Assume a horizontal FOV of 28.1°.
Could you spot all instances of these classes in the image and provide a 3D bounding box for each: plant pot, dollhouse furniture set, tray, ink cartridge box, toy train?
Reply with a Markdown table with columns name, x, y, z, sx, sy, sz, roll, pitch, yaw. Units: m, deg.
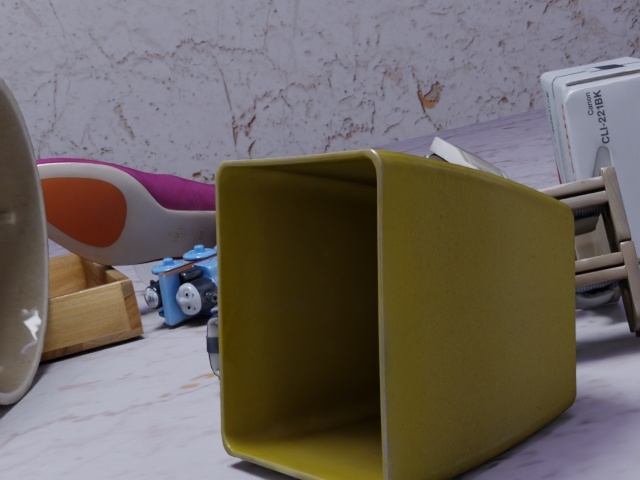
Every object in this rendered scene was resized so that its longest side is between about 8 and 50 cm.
| name | x | y | z | sx | sy | sz | roll | pitch | yaw |
| --- | --- | --- | --- | --- | --- | --- | --- | --- | --- |
| plant pot | -0.464 | 0.006 | 1.267 | 0.306 | 0.333 | 0.334 | -4 | 9 | 3 |
| dollhouse furniture set | 0.194 | 0.037 | 1.080 | 0.129 | 0.128 | 0.183 | -12 | -16 | 5 |
| tray | -0.362 | 0.086 | 1.619 | 0.203 | 0.076 | 0.411 | -15 | 8 | -16 |
| ink cartridge box | 0.324 | -0.094 | 1.409 | 0.114 | 0.196 | 0.273 | -11 | 9 | 8 |
| plant pot | 0.059 | 0.047 | 0.883 | 0.187 | 0.212 | 0.212 | -2 | 2 | -32 |
| toy train | -0.120 | 0.046 | 1.525 | 0.105 | 0.080 | 0.184 | 5 | 18 | 45 |

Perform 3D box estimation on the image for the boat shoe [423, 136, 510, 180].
| name | x | y | z | sx | sy | sz | roll | pitch | yaw |
| --- | --- | --- | --- | --- | --- | --- | --- | --- | --- |
| boat shoe | 0.195 | -0.035 | 1.524 | 0.117 | 0.096 | 0.324 | 24 | 11 | -24 |

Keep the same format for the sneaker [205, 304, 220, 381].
| name | x | y | z | sx | sy | sz | roll | pitch | yaw |
| --- | --- | --- | --- | --- | --- | --- | --- | --- | --- |
| sneaker | -0.044 | 0.073 | 1.194 | 0.164 | 0.086 | 0.226 | -13 | 9 | -24 |

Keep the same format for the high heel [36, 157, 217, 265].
| name | x | y | z | sx | sy | sz | roll | pitch | yaw |
| --- | --- | --- | --- | --- | --- | --- | --- | --- | --- |
| high heel | -0.232 | -0.040 | 1.643 | 0.377 | 0.127 | 0.181 | 20 | 12 | -27 |

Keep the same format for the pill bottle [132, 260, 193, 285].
| name | x | y | z | sx | sy | sz | roll | pitch | yaw |
| --- | --- | --- | --- | --- | --- | --- | --- | --- | --- |
| pill bottle | -0.179 | 0.009 | 1.788 | 0.094 | 0.094 | 0.169 | -4 | 11 | 44 |
